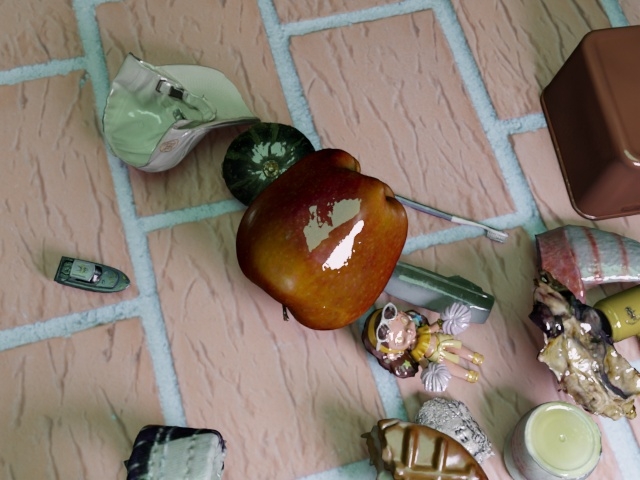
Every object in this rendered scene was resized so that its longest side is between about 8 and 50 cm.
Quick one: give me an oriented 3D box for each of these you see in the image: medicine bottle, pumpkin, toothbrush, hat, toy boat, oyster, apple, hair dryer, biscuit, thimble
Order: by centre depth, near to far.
[{"bbox_3d":[-0.240,0.424,1.355,0.150,0.237,0.237,3,68,0],"label":"thimble"},{"bbox_3d":[0.167,0.499,1.380,0.268,0.115,0.366,14,81,3],"label":"biscuit"},{"bbox_3d":[0.411,0.371,1.465,0.147,0.143,0.147,2,63,-4],"label":"medicine bottle"},{"bbox_3d":[0.480,0.213,1.470,0.361,0.096,0.221,56,41,-13],"label":"oyster"},{"bbox_3d":[0.000,0.000,1.494,0.288,0.288,0.317,39,98,11],"label":"apple"},{"bbox_3d":[-0.431,0.070,1.567,0.141,0.060,0.055,13,66,-3],"label":"toy boat"},{"bbox_3d":[0.641,0.226,1.583,0.135,0.090,0.278,-19,77,-13],"label":"hair dryer"},{"bbox_3d":[0.209,0.089,1.604,0.261,0.078,0.085,19,43,2],"label":"toy boat"},{"bbox_3d":[0.570,0.040,1.614,0.282,0.096,0.206,-2,44,11],"label":"toy boat"},{"bbox_3d":[-0.099,-0.145,1.633,0.190,0.146,0.190,-1,94,-20],"label":"pumpkin"},{"bbox_3d":[-0.278,-0.245,1.680,0.301,0.168,0.258,-7,48,-32],"label":"hat"},{"bbox_3d":[0.249,-0.052,1.691,0.288,0.024,0.026,20,82,3],"label":"toothbrush"}]

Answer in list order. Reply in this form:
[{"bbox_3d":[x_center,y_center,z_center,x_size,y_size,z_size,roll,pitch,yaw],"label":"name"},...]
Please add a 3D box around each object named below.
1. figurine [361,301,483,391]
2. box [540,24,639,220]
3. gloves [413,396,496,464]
[{"bbox_3d":[0.194,0.197,1.535,0.240,0.116,0.174,20,70,-3],"label":"figurine"},{"bbox_3d":[0.636,-0.247,1.692,0.239,0.229,0.339,-7,69,-8],"label":"box"},{"bbox_3d":[0.244,0.352,1.498,0.114,0.070,0.153,-36,75,-17],"label":"gloves"}]
